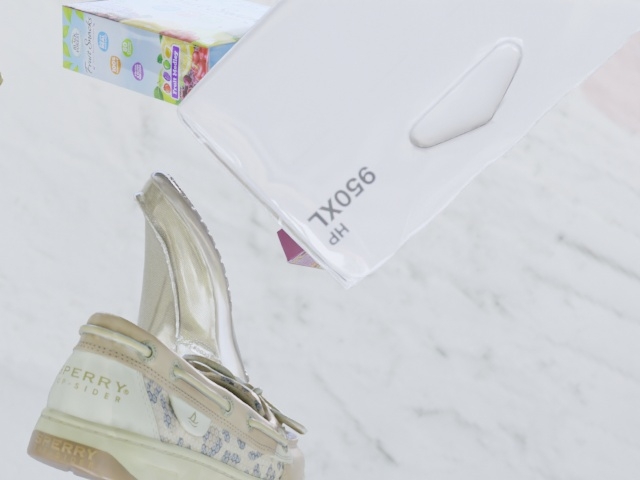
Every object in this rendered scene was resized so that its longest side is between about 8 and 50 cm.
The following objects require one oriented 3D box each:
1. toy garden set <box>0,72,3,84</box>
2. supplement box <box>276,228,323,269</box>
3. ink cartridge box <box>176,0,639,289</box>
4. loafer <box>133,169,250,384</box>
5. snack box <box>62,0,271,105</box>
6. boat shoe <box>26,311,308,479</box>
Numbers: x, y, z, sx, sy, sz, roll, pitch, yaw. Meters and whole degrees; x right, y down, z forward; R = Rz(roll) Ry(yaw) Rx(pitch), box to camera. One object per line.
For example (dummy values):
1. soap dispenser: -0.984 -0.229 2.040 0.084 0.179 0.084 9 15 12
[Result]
1. toy garden set: -0.352 -0.141 1.177 0.049 0.204 0.244 -2 -136 19
2. supplement box: 0.000 0.000 1.578 0.083 0.055 0.043 13 -131 -53
3. ink cartridge box: 0.075 -0.160 1.007 0.166 0.285 0.395 44 -168 -7
4. loafer: -0.127 0.069 1.260 0.092 0.269 0.102 -19 -159 -12
5. snack box: -0.117 -0.187 1.341 0.207 0.070 0.174 23 -152 38
6. boat shoe: -0.072 0.109 0.853 0.104 0.089 0.285 12 173 19
